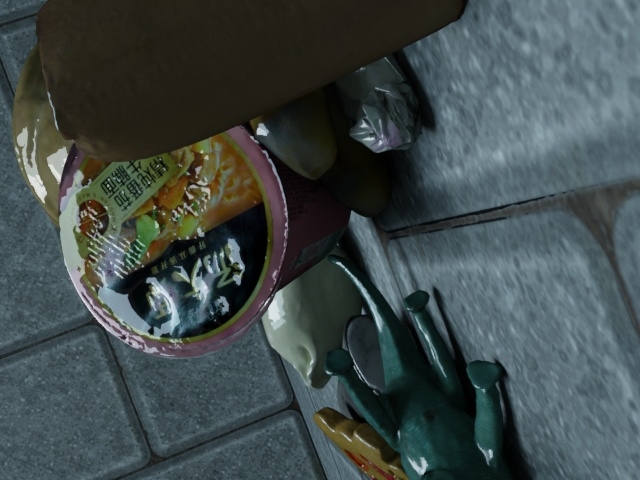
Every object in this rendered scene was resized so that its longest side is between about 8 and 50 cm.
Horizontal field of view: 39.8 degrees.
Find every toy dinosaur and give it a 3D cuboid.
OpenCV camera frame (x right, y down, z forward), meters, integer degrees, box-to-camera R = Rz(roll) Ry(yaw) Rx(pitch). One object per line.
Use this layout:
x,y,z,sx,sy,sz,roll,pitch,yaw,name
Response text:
0.130,0.226,0.854,0.331,0.129,0.383,65,176,-36,toy dinosaur

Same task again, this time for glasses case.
0.061,0.181,1.090,0.114,0.060,0.299,61,169,20,glasses case

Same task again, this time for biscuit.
-0.033,-0.167,0.784,0.290,0.062,0.237,65,-166,23,biscuit
0.091,0.296,1.114,0.212,0.041,0.238,24,157,32,biscuit

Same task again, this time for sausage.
-0.046,-0.139,0.535,0.123,0.253,0.123,63,173,14,sausage

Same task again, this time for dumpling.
-0.014,0.069,1.145,0.132,0.162,0.250,-9,97,36,dumpling

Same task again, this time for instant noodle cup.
-0.088,-0.031,0.861,0.255,0.244,0.244,-20,-91,-67,instant noodle cup

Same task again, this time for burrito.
0.023,-0.153,0.703,0.064,0.064,0.203,87,161,-63,burrito

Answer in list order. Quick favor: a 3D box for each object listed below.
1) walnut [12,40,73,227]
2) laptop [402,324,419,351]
-0.210,-0.143,1.129,0.381,0.381,0.381,159,90,-81,walnut
0.110,0.194,1.086,0.269,0.015,0.187,136,112,-80,laptop
